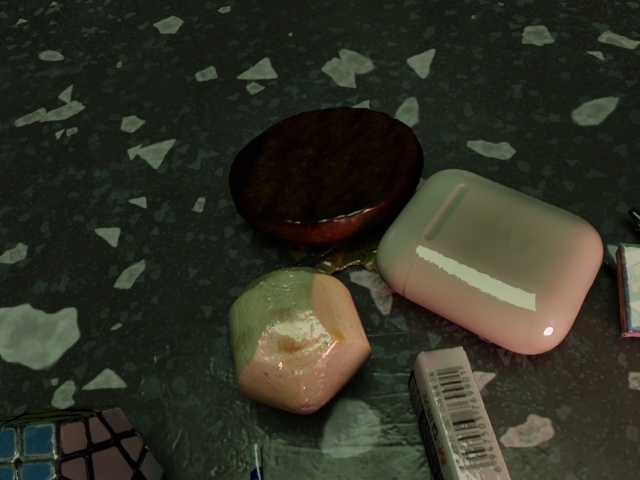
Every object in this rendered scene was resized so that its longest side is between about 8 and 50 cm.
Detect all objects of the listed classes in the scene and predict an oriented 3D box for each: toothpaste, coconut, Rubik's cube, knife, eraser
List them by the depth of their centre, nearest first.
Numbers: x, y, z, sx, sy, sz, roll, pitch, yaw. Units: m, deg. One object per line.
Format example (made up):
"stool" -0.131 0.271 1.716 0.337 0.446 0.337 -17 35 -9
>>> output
"Rubik's cube" -0.369 0.368 0.742 0.319 0.264 0.319 -3 54 5
"eraser" 0.207 0.310 0.797 0.086 0.130 0.287 -9 52 -4
"toothpaste" -0.100 0.364 0.868 0.024 0.015 0.083 -9 58 10
"coconut" -0.036 0.165 0.886 0.241 0.241 0.241 -4 54 5
"knife" 0.000 0.000 1.085 0.072 0.019 0.245 32 59 33

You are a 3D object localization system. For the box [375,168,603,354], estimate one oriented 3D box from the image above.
"box" 0.296 0.025 0.987 0.349 0.141 0.288 27 62 23

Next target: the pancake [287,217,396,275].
"pancake" 0.048 -0.010 1.115 0.235 0.029 0.212 -16 52 -7

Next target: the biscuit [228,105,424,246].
"biscuit" 0.010 -0.141 1.155 0.407 0.091 0.407 -9 43 8

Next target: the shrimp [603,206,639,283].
"shrimp" 0.595 0.036 0.999 0.150 0.051 0.217 -20 57 2

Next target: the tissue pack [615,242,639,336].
"tissue pack" 0.564 0.085 0.930 0.116 0.065 0.155 1 72 17
